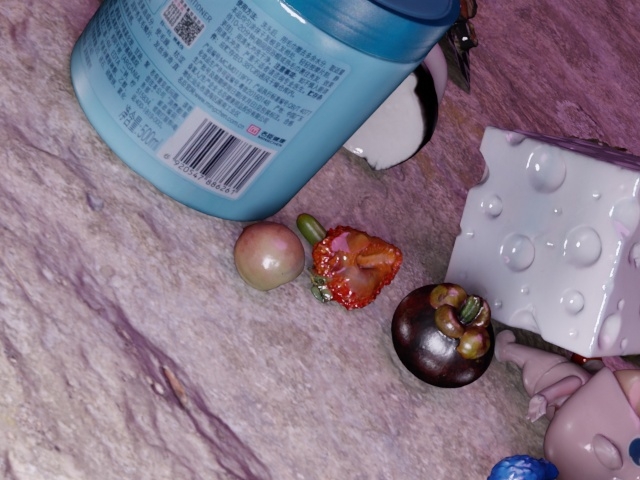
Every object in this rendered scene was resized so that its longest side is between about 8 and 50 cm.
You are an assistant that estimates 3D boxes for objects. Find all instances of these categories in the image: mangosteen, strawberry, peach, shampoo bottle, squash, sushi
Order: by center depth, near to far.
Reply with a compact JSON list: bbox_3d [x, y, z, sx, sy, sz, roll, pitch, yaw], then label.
[{"bbox_3d":[-0.058,0.016,1.596,0.083,0.083,0.083,31,31,-21],"label":"peach"},{"bbox_3d":[-0.071,-0.244,1.655,0.331,0.343,0.331,31,30,-21],"label":"shampoo bottle"},{"bbox_3d":[0.151,0.105,1.680,0.140,0.140,0.140,31,31,-21],"label":"mangosteen"},{"bbox_3d":[0.046,0.029,1.704,0.152,0.048,0.104,-13,91,-39],"label":"strawberry"},{"bbox_3d":[0.000,0.000,1.746,0.083,0.027,0.027,52,30,17],"label":"squash"},{"bbox_3d":[0.239,-0.401,2.442,0.219,0.047,0.231,-83,151,-56],"label":"sushi"}]

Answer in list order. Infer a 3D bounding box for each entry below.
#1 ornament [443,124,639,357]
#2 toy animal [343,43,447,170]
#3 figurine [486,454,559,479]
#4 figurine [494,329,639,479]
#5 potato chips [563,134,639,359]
[{"bbox_3d":[0.342,0.001,1.863,0.239,0.240,0.240,22,12,38],"label":"ornament"},{"bbox_3d":[0.089,-0.224,2.014,0.187,0.165,0.235,39,27,-14],"label":"toy animal"},{"bbox_3d":[0.207,0.311,1.512,0.262,0.120,0.164,-3,76,-81],"label":"figurine"},{"bbox_3d":[0.338,0.200,1.765,0.176,0.186,0.287,56,2,-30],"label":"figurine"},{"bbox_3d":[0.495,0.002,2.203,0.358,0.070,0.429,-19,68,-33],"label":"potato chips"}]
